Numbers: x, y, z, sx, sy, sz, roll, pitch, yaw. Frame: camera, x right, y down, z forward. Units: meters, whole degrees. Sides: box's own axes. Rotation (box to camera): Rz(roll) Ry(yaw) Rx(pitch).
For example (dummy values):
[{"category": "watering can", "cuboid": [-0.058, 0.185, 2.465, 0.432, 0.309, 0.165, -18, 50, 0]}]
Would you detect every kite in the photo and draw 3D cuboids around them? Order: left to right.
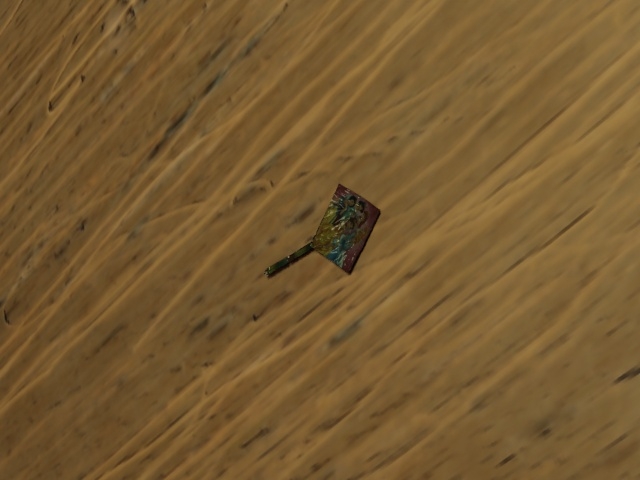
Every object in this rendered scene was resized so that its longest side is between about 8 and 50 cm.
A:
[{"category": "kite", "cuboid": [0.002, 0.005, 0.771, 0.078, 0.002, 0.044, -49, 47, 25]}]
